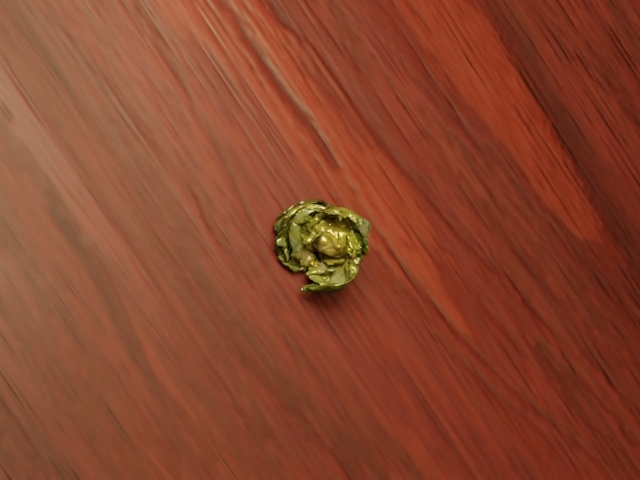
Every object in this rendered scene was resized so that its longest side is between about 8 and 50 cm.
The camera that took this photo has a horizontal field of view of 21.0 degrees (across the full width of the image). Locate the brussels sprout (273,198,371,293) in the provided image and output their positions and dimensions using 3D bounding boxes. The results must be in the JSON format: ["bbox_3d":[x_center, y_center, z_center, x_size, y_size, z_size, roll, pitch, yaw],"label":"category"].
[{"bbox_3d":[0.000,0.000,1.467,0.085,0.058,0.085,0,102,-1],"label":"brussels sprout"}]
